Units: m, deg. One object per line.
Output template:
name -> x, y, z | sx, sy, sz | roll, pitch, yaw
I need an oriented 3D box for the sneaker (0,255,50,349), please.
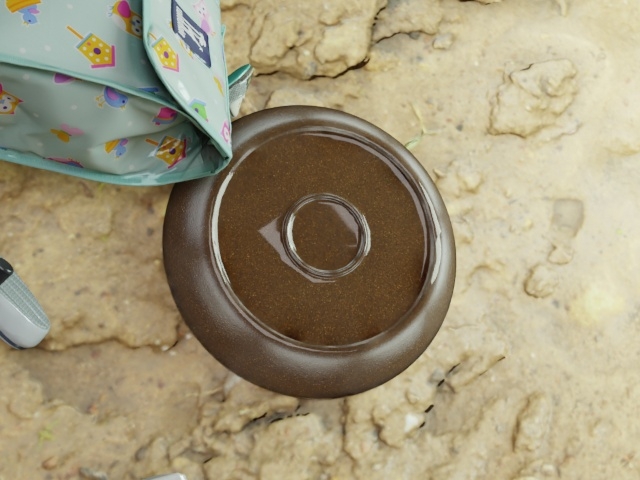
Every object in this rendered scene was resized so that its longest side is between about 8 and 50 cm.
sneaker -> -0.355, 0.020, 0.824 | 0.258, 0.094, 0.091 | 40, 91, -1

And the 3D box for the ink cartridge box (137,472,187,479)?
ink cartridge box -> -0.204, 0.400, 0.705 | 0.285, 0.166, 0.395 | -11, 77, -19

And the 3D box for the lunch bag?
lunch bag -> -0.203, -0.177, 0.863 | 0.262, 0.160, 0.223 | 9, 52, -26

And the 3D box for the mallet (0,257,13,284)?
mallet -> -0.309, 0.091, 0.782 | 0.189, 0.039, 0.062 | -39, 96, 16

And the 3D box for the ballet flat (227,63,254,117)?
ballet flat -> -0.107, -0.135, 0.961 | 0.114, 0.041, 0.041 | -40, 88, -22

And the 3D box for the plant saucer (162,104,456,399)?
plant saucer -> 0.000, 0.000, 0.944 | 0.310, 0.050, 0.311 | 4, 73, -14
